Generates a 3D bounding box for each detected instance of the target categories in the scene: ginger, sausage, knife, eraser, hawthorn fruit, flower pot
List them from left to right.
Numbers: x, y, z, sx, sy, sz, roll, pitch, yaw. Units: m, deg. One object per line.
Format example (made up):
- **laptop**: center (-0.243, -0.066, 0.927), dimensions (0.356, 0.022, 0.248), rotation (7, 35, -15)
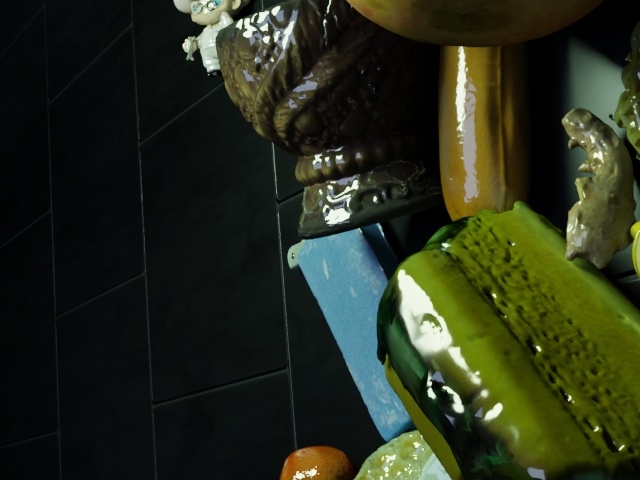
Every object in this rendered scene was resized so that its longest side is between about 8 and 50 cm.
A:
- **knife**: center (0.000, 0.000, 1.662), dimensions (0.162, 0.023, 0.044), rotation (-31, 66, 53)
- **hawthorn fruit**: center (0.002, 0.330, 1.550), dimensions (0.128, 0.128, 0.128), rotation (-8, 81, 58)
- **flower pot**: center (0.034, -0.151, 1.400), dimensions (0.267, 0.267, 0.267), rotation (-9, 99, 58)
- **eraser**: center (0.066, 0.094, 1.509), dimensions (0.144, 0.043, 0.311), rotation (-55, 48, 39)
- **sausage**: center (0.182, -0.175, 1.314), dimensions (0.112, 0.112, 0.328), rotation (-12, 76, 57)
- **ginger**: center (0.274, -0.052, 1.159), dimensions (0.051, 0.070, 0.173), rotation (72, -159, -56)

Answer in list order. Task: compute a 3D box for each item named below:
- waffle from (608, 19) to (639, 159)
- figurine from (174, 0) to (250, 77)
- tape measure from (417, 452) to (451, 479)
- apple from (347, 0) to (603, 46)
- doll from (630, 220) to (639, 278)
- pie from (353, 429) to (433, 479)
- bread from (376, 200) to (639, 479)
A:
- **waffle**: center (0.349, -0.140, 1.080), dimensions (0.214, 0.054, 0.207), rotation (57, 135, 49)
- **figurine**: center (-0.167, -0.375, 1.891), dimensions (0.137, 0.112, 0.228), rotation (-13, 82, 29)
- **tape measure**: center (0.214, 0.358, 1.163), dimensions (0.351, 0.098, 0.215), rotation (34, 90, 38)
- **apple**: center (0.144, -0.357, 1.124), dimensions (0.364, 0.364, 0.363), rotation (-8, 81, 58)
- **doll**: center (0.346, 0.023, 1.061), dimensions (0.162, 0.062, 0.106), rotation (22, 136, 58)
- **pie**: center (0.117, 0.347, 1.373), dimensions (0.274, 0.106, 0.257), rotation (14, 88, 56)
- **bread**: center (0.208, 0.148, 1.117), dimensions (0.376, 0.251, 0.208), rotation (-128, 28, -48)
